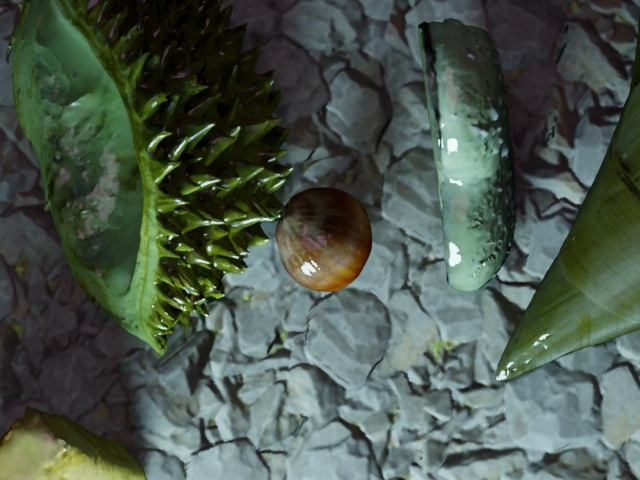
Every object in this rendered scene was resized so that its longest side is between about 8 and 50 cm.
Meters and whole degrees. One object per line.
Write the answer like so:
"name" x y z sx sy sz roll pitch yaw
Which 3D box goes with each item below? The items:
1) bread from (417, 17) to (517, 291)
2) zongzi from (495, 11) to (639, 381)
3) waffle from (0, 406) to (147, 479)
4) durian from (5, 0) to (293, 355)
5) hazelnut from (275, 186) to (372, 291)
"bread" 0.120 -0.077 1.271 0.064 0.172 0.232 -3 120 8
"zongzi" 0.255 -0.084 1.244 0.360 0.160 0.323 -23 68 10
"waffle" -0.249 0.240 1.201 0.055 0.221 0.248 42 86 16
"durian" -0.148 -0.107 1.352 0.198 0.163 0.394 -43 64 38
"hazelnut" 0.000 0.000 1.294 0.086 0.086 0.086 -2 76 9
